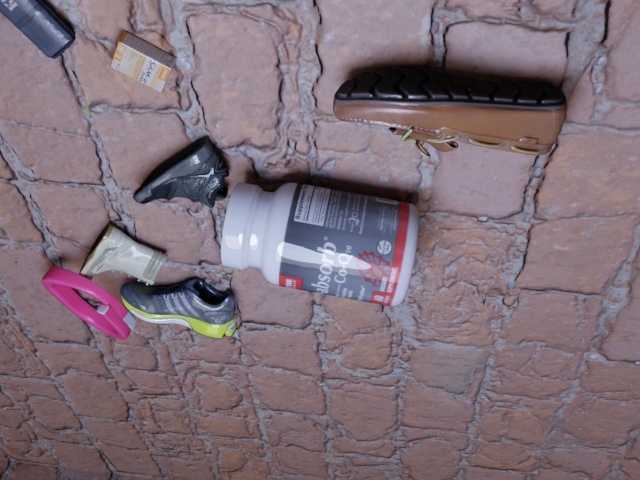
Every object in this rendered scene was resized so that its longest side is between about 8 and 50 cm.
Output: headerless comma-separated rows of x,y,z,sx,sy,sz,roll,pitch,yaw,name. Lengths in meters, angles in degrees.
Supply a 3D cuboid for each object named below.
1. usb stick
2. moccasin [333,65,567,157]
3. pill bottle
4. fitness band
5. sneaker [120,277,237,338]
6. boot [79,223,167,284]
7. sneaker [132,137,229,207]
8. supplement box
-0.527,-0.420,1.103,0.077,0.045,0.278,-20,129,31,usb stick
0.210,-0.205,1.126,0.379,0.139,0.147,2,129,-4,moccasin
0.000,0.000,1.327,0.362,0.210,0.210,10,138,2,pill bottle
-0.580,0.163,1.683,0.208,0.054,0.291,19,153,19,fitness band
-0.344,0.141,1.653,0.299,0.111,0.121,13,119,-2,sneaker
-0.472,0.061,1.598,0.165,0.077,0.213,28,135,-21,boot
-0.276,-0.105,1.362,0.227,0.087,0.130,-25,121,27,sneaker
-0.312,-0.314,1.179,0.098,0.036,0.062,25,137,-15,supplement box
